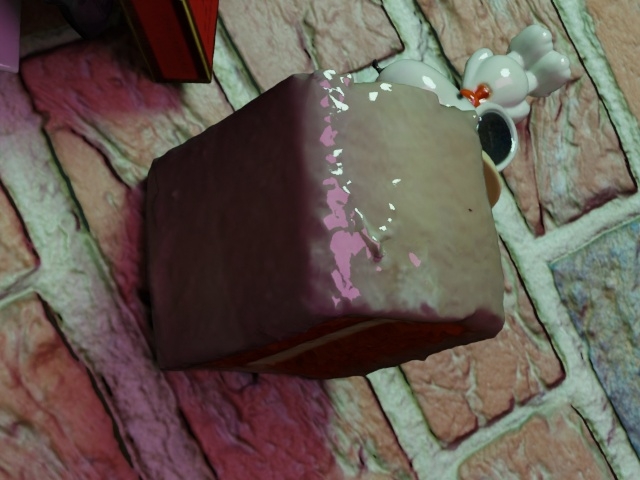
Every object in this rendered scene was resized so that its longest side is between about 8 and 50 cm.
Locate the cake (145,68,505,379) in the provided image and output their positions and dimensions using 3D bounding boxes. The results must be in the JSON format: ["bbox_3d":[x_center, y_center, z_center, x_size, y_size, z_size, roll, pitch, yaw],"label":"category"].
[{"bbox_3d":[0.000,0.000,1.185,0.237,0.309,0.230,4,75,-36],"label":"cake"}]

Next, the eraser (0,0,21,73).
[{"bbox_3d":[-0.458,-0.261,1.097,0.397,0.082,0.213,6,72,-32],"label":"eraser"}]

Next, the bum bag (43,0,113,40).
[{"bbox_3d":[-0.237,-0.341,1.191,0.144,0.095,0.340,47,33,-44],"label":"bum bag"}]

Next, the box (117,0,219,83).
[{"bbox_3d":[-0.146,-0.270,1.219,0.074,0.240,0.153,5,70,7],"label":"box"}]

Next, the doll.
[{"bbox_3d":[0.187,-0.137,1.448,0.271,0.144,0.208,-13,73,-31],"label":"doll"}]
